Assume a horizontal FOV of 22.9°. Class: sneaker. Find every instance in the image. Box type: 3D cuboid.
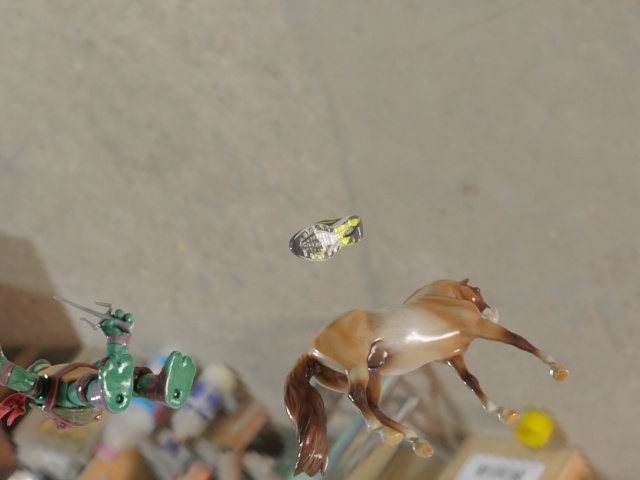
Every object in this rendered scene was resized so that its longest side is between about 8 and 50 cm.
[{"bbox_3d":[0.000,0.000,1.325,0.035,0.083,0.031,-8,95,43],"label":"sneaker"}]

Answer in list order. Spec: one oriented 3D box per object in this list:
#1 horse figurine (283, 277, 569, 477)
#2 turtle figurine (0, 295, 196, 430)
[{"bbox_3d":[0.069,0.100,1.285,0.174,0.263,0.066,44,141,41],"label":"horse figurine"},{"bbox_3d":[-0.246,0.132,1.599,0.234,0.175,0.118,5,111,43],"label":"turtle figurine"}]
